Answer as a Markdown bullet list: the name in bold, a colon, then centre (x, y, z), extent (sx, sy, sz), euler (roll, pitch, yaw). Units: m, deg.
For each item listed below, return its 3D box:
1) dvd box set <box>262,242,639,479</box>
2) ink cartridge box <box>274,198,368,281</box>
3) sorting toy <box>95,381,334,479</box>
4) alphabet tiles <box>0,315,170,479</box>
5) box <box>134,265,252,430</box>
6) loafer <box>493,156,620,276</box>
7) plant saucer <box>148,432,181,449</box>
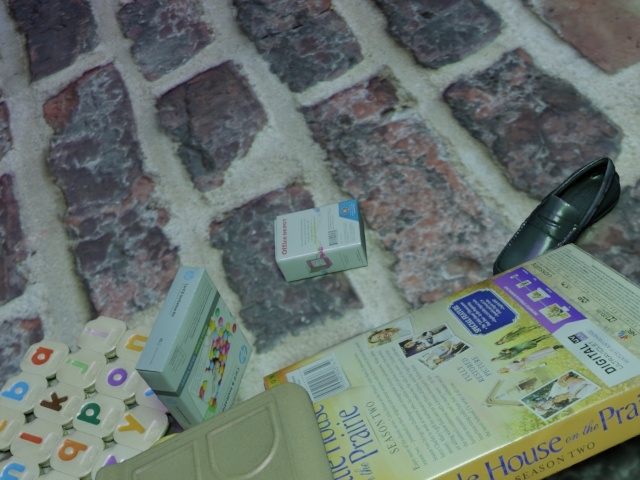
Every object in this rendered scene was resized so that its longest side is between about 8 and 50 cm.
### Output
- **dvd box set**: centre (0.159, 0.153, 0.895), extent (0.420, 0.062, 0.307), euler (-23, 21, -5)
- **ink cartridge box**: centre (0.000, 0.000, 1.189), extent (0.122, 0.052, 0.088), euler (-11, 48, 9)
- **sorting toy**: centre (-0.085, 0.279, 0.733), extent (0.229, 0.041, 0.307), euler (-24, 37, 2)
- **alphabet tiles**: centre (-0.320, 0.230, 1.128), extent (0.278, 0.021, 0.284), euler (9, 55, 25)
- **box**: centre (-0.149, 0.144, 1.027), extent (0.038, 0.186, 0.145), euler (4, 52, 20)
- **loafer**: centre (0.303, -0.026, 1.085), extent (0.223, 0.078, 0.076), euler (-41, 49, -16)
- **plant saucer**: centre (-0.085, 0.327, 0.850), extent (0.333, 0.081, 0.333), euler (-1, 20, 19)
